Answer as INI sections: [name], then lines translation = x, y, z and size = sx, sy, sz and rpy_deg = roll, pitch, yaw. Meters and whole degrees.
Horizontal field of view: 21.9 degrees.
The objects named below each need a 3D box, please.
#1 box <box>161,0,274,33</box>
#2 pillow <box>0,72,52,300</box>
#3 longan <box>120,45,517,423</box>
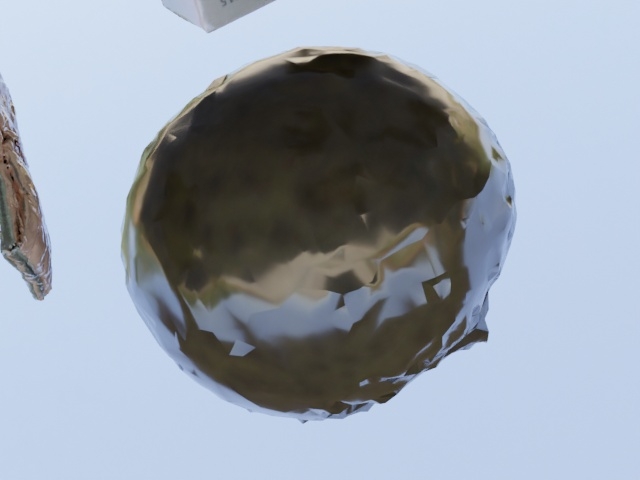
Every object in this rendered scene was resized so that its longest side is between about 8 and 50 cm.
[box]
translation = 0.027, -0.301, 1.110
size = 0.343, 0.200, 0.065
rpy_deg = -30, -142, -22
[pillow]
translation = -0.277, -0.067, 1.461
size = 0.043, 0.126, 0.232
rpy_deg = -16, -112, -6
[longan]
translation = 0.000, 0.000, 1.628
size = 0.391, 0.391, 0.391
rpy_deg = -13, -155, 6
